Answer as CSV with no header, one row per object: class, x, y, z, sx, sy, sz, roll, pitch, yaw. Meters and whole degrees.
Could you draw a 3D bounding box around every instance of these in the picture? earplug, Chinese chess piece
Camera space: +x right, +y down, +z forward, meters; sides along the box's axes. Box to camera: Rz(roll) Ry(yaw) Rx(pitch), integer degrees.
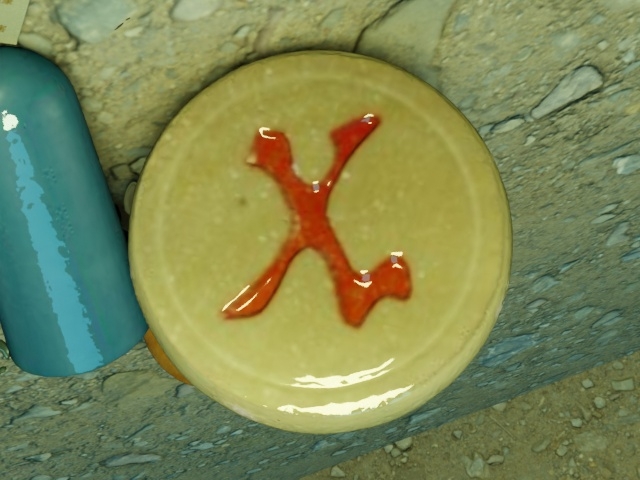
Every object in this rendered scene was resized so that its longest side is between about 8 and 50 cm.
earplug,-0.237,-0.029,0.663,0.132,0.132,0.273,-12,123,-10
Chinese chess piece,0.000,0.000,0.701,0.338,0.338,0.140,-16,169,-2

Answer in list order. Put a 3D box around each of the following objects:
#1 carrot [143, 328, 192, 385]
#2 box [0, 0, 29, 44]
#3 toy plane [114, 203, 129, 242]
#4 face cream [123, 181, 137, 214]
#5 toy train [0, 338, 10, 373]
carrot,-0.090,0.096,1.038,0.196,0.196,0.254,-26,163,16
box,-0.234,-0.203,0.524,0.090,0.024,0.167,2,147,-33
toy plane,-0.200,0.039,0.854,0.316,0.103,0.204,22,138,-22
face cream,-0.103,-0.031,0.863,0.229,0.075,0.075,7,144,-40
toy train,-0.463,0.062,0.681,0.369,0.163,0.231,27,147,-36
